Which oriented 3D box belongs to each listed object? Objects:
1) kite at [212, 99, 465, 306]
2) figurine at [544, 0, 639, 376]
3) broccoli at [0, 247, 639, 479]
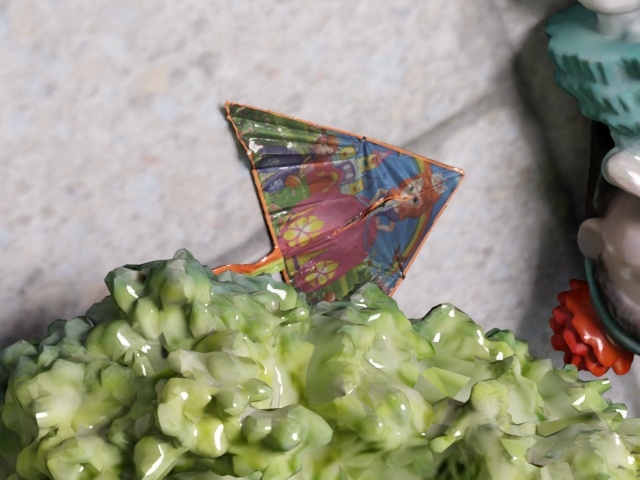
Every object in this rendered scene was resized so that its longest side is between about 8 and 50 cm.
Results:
[{"bbox_3d":[0.000,0.000,0.835,0.159,0.010,0.190,-25,128,-9],"label":"kite"},{"bbox_3d":[0.164,-0.042,0.832,0.137,0.110,0.246,-1,127,22],"label":"figurine"},{"bbox_3d":[-0.018,0.152,0.769,0.338,0.317,0.277,-16,137,-58],"label":"broccoli"}]
